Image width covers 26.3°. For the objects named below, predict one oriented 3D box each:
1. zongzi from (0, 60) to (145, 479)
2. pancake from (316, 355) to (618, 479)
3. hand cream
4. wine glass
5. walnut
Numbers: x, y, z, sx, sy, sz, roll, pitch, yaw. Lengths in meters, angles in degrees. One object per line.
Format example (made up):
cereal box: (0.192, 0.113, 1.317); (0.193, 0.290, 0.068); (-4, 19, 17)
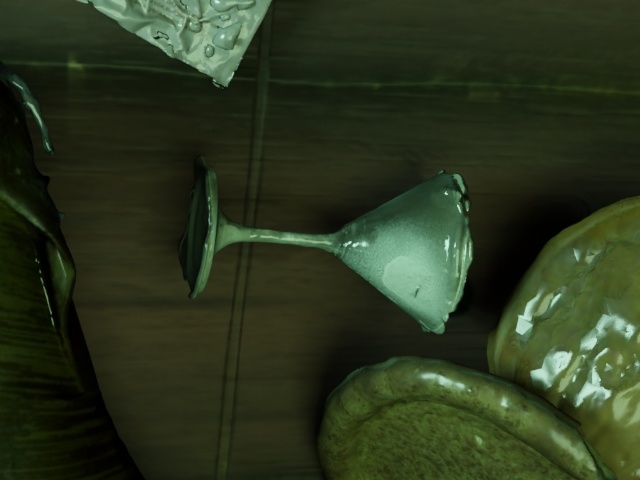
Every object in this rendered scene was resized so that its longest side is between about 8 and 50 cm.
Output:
zongzi: (-0.170, 0.092, 0.881); (0.432, 0.208, 0.403); (9, 100, -35)
pancake: (0.120, 0.197, 0.975); (0.286, 0.288, 0.033); (37, 54, 2)
hand cream: (-0.147, -0.183, 0.848); (0.257, 0.050, 0.084); (24, 103, -30)
wine glass: (0.000, 0.000, 0.934); (0.183, 0.122, 0.122); (6, 108, -13)
walnut: (0.224, 0.073, 0.981); (0.198, 0.198, 0.245); (37, 94, -26)
